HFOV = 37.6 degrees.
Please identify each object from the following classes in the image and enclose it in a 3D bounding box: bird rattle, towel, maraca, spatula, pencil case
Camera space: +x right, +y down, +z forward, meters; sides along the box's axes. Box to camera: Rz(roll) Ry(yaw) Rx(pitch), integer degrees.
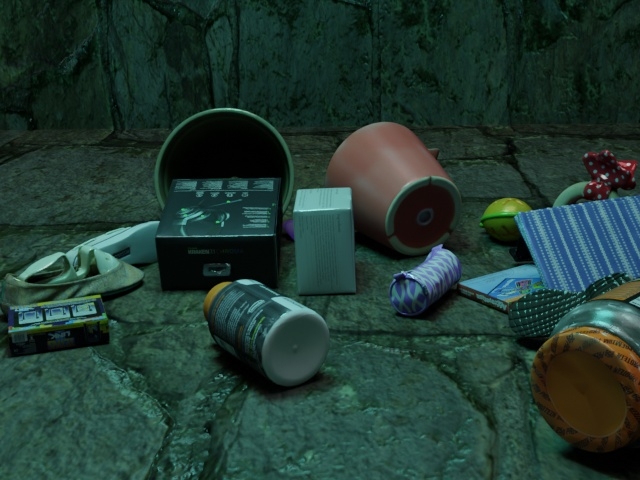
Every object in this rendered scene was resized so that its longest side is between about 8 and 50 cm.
[{"bbox_3d":[0.583,-0.057,1.986,0.207,0.253,0.143,-21,1,32],"label":"bird rattle"},{"bbox_3d":[0.559,0.030,1.808,0.336,0.040,0.243,-7,60,-17],"label":"towel"},{"bbox_3d":[0.434,-0.045,2.186,0.127,0.099,0.185,4,-9,0],"label":"maraca"},{"bbox_3d":[0.000,0.000,2.176,0.084,0.030,0.296,-10,19,-24],"label":"spatula"},{"bbox_3d":[0.201,0.077,1.807,0.086,0.088,0.206,-28,0,31],"label":"pencil case"}]

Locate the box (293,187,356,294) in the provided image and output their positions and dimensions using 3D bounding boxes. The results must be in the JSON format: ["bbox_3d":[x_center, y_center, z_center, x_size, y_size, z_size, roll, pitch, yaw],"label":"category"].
[{"bbox_3d":[0.011,-0.002,1.924,0.119,0.181,0.181,-3,17,2],"label":"box"}]

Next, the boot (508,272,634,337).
[{"bbox_3d":[0.460,0.134,1.596,0.247,0.083,0.161,-19,-32,36],"label":"boot"}]

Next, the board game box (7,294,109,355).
[{"bbox_3d":[-0.473,0.151,1.692,0.170,0.048,0.141,-7,16,-16],"label":"board game box"}]

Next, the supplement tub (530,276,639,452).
[{"bbox_3d":[0.457,0.159,1.311,0.338,0.207,0.207,-17,23,-40],"label":"supplement tub"}]

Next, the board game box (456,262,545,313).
[{"bbox_3d":[0.425,0.085,1.867,0.281,0.027,0.145,-12,18,-31],"label":"board game box"}]

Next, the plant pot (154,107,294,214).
[{"bbox_3d":[-0.220,-0.142,2.279,0.323,0.323,0.280,-2,0,0],"label":"plant pot"}]

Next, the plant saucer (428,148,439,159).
[{"bbox_3d":[0.148,-0.133,2.364,0.259,0.047,0.258,-9,-23,-23],"label":"plant saucer"}]

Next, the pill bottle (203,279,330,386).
[{"bbox_3d":[-0.102,0.140,1.552,0.131,0.130,0.246,-12,20,-32],"label":"pill bottle"}]

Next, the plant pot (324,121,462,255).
[{"bbox_3d":[0.179,-0.102,2.147,0.275,0.274,0.243,-9,30,-23],"label":"plant pot"}]

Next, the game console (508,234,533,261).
[{"bbox_3d":[0.464,0.005,1.962,0.122,0.071,0.107,-2,16,0],"label":"game console"}]

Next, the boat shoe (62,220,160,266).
[{"bbox_3d":[-0.439,0.017,2.064,0.088,0.096,0.268,19,34,39],"label":"boat shoe"}]

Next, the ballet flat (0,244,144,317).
[{"bbox_3d":[-0.483,0.069,1.860,0.108,0.106,0.316,13,22,40],"label":"ballet flat"}]

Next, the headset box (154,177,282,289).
[{"bbox_3d":[-0.206,-0.015,1.988,0.247,0.131,0.283,-1,30,0],"label":"headset box"}]
